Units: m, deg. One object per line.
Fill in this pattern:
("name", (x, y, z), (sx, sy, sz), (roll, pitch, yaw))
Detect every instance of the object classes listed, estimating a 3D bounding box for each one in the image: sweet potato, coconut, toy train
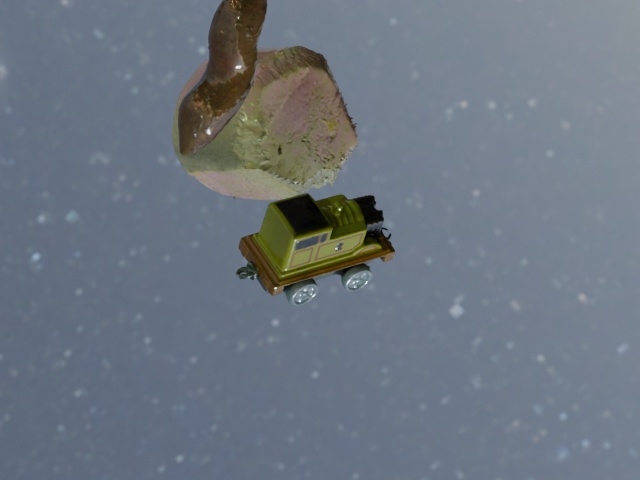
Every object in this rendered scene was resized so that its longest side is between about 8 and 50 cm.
("sweet potato", (-0.090, -0.180, 1.618), (0.065, 0.218, 0.051), (3, -153, -45))
("coconut", (-0.085, -0.162, 2.303), (0.233, 0.233, 0.245), (35, 164, -33))
("toy train", (0.000, 0.000, 1.955), (0.219, 0.127, 0.089), (-15, -127, -29))
